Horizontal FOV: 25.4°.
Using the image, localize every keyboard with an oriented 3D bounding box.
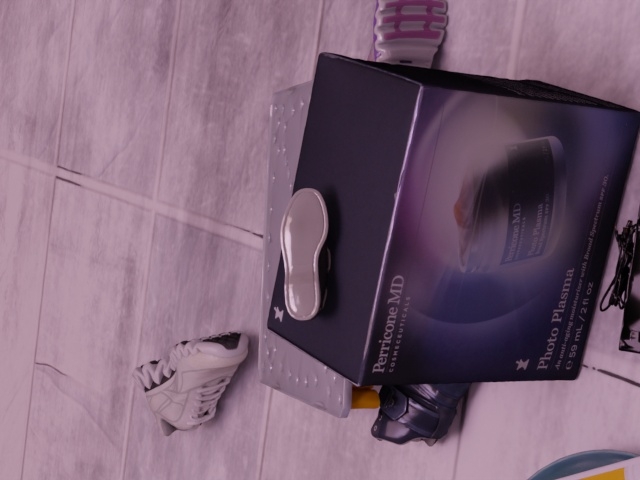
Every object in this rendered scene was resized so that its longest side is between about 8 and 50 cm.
[{"bbox_3d":[0.333,0.017,1.384,0.100,0.038,0.192,12,96,32],"label":"keyboard"}]

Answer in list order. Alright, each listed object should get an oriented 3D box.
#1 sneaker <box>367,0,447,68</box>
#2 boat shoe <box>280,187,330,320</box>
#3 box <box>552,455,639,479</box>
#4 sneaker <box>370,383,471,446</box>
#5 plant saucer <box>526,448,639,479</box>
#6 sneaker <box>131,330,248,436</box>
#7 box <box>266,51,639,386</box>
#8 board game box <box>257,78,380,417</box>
[{"bbox_3d":[0.086,-0.211,1.700,0.104,0.095,0.236,5,93,63],"label":"sneaker"},{"bbox_3d":[-0.011,0.014,1.348,0.046,0.038,0.125,-3,87,11],"label":"boat shoe"},{"bbox_3d":[0.260,0.276,1.308,0.203,0.103,0.114,-26,61,40],"label":"box"},{"bbox_3d":[0.087,0.145,1.673,0.226,0.086,0.163,43,120,47],"label":"sneaker"},{"bbox_3d":[0.281,0.363,1.369,0.317,0.044,0.317,-15,68,44],"label":"plant saucer"},{"bbox_3d":[-0.175,0.206,2.046,0.292,0.110,0.118,-35,67,59],"label":"sneaker"},{"bbox_3d":[0.134,-0.017,1.434,0.183,0.294,0.296,28,111,53],"label":"box"},{"bbox_3d":[0.000,0.000,1.743,0.390,0.050,0.390,-177,90,-74],"label":"board game box"}]
